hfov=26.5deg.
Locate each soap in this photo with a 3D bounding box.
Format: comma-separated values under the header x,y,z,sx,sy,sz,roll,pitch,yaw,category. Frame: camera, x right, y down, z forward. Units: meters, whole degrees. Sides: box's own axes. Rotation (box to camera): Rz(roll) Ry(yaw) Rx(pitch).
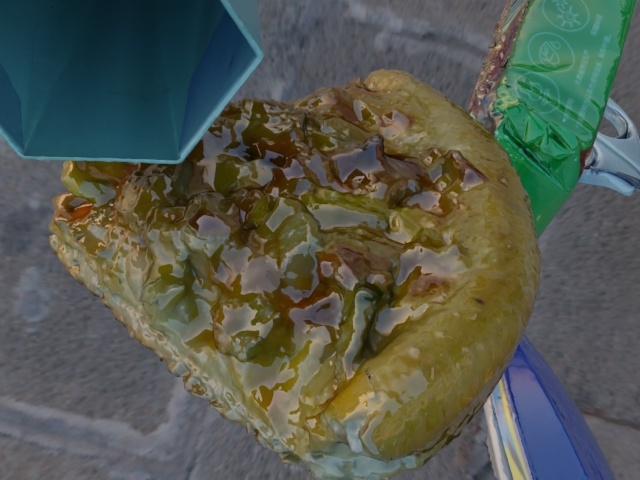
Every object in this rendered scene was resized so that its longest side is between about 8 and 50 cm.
x,y,z,sx,sy,sz,roll,pitch,yaw,category
0.187,-0.150,1.117,0.098,0.218,0.273,21,60,1,soap

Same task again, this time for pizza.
x,y,z,sx,sy,sz,roll,pitch,yaw,category
0.032,-0.005,0.695,0.268,0.087,0.258,-23,43,-37,pizza

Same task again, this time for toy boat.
x,y,z,sx,sy,sz,roll,pitch,yaw,category
0.157,0.176,0.932,0.088,0.129,0.295,-25,61,19,toy boat

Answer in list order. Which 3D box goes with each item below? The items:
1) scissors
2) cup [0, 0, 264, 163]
x,y,z,sx,sy,sz,roll,pitch,yaw,category
0.384,-0.059,1.552,0.360,0.191,0.029,39,133,18,scissors
-0.105,-0.165,0.675,0.134,0.148,0.236,-19,44,15,cup
